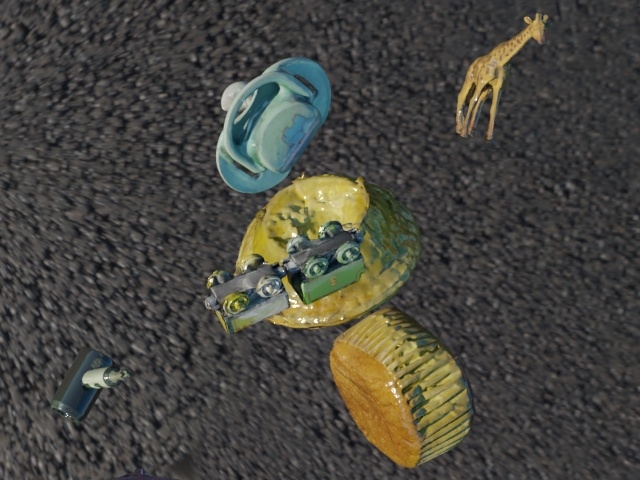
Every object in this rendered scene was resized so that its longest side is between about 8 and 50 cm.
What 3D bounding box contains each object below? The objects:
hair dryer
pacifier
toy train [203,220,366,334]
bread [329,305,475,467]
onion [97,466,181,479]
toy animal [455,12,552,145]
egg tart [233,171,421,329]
[{"bbox_3d":[-0.304,0.193,1.642,0.057,0.197,0.100,34,65,-19],"label":"hair dryer"},{"bbox_3d":[-0.063,-0.127,1.202,0.126,0.116,0.150,21,104,-51],"label":"pacifier"},{"bbox_3d":[-0.040,0.045,1.404,0.202,0.060,0.081,-24,137,-13],"label":"toy train"},{"bbox_3d":[0.124,0.235,1.941,0.142,0.253,0.227,-30,124,-22],"label":"bread"},{"bbox_3d":[-0.035,0.250,0.521,0.349,0.267,0.159,45,113,-2],"label":"onion"},{"bbox_3d":[0.287,-0.268,1.931,0.054,0.149,0.275,13,128,-19],"label":"toy animal"},{"bbox_3d":[0.000,0.000,1.714,0.290,0.290,0.115,-34,133,-14],"label":"egg tart"}]
